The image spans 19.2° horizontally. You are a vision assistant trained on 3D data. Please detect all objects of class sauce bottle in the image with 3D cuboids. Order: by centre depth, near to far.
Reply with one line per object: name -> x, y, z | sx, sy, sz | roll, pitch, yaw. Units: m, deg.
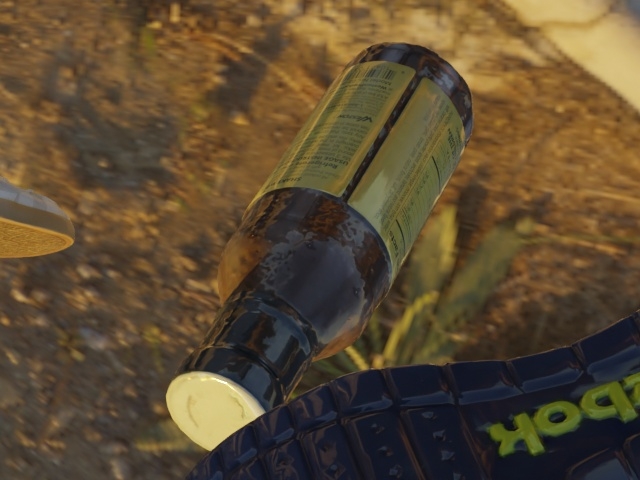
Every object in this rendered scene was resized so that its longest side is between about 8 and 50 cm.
sauce bottle -> 0.000, 0.000, 1.238 | 0.111, 0.111, 0.344 | 56, 41, -21

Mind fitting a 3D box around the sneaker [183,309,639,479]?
sneaker -> 0.042, 0.052, 0.358 | 0.144, 0.053, 0.059 | -14, 137, -1

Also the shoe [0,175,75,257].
shoe -> -0.238, -0.038, 1.189 | 0.219, 0.076, 0.058 | 21, 62, -48
